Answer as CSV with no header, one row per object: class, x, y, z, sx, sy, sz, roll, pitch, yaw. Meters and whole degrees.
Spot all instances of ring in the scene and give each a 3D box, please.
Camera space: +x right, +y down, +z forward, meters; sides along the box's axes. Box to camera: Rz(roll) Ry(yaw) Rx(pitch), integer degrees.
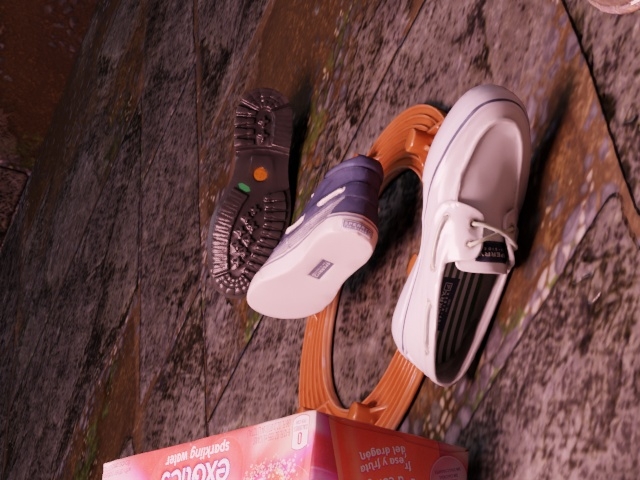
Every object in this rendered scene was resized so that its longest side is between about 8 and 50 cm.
ring,0.041,0.040,1.571,0.336,0.032,0.337,-165,90,-74

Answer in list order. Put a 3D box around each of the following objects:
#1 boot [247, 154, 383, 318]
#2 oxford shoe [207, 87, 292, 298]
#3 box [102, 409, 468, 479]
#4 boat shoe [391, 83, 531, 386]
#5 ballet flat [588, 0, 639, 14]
boot,0.000,0.000,1.589,0.190,0.069,0.086,-37,32,50
oxford shoe,-0.069,-0.043,1.941,0.096,0.082,0.227,97,-174,-78
box,-0.040,0.232,1.335,0.300,0.142,0.154,-20,59,52
boat shoe,0.116,0.002,1.313,0.076,0.083,0.226,-128,43,-55
ballet flat,0.204,-0.219,1.156,0.108,0.106,0.316,-58,23,24
